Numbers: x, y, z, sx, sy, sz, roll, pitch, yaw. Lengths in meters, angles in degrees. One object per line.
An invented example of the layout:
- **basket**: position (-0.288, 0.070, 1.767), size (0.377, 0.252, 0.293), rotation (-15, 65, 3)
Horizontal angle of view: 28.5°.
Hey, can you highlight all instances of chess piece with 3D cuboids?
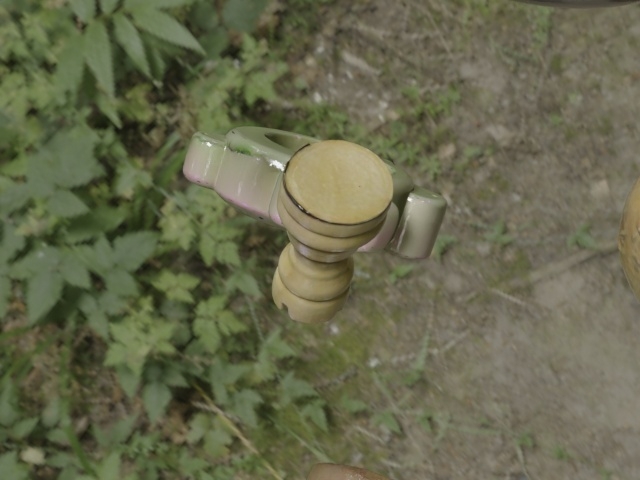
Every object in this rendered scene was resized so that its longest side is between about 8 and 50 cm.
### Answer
- **chess piece**: position (0.000, 0.000, 0.763), size (0.066, 0.122, 0.066), rotation (6, 54, -8)

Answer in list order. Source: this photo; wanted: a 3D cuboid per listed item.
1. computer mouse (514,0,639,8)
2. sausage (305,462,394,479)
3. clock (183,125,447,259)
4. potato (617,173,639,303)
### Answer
- **computer mouse**: position (0.088, -0.116, 0.448), size (0.096, 0.039, 0.066), rotation (10, 103, 21)
- **sausage**: position (0.004, 0.282, 0.807), size (0.123, 0.123, 0.252), rotation (10, 66, 32)
- **clock**: position (-0.010, -0.069, 1.695), size (0.284, 0.309, 0.114), rotation (28, 105, 36)
- **potato**: position (0.175, 0.004, 0.507), size (0.112, 0.147, 0.112), rotation (-7, 68, 16)
